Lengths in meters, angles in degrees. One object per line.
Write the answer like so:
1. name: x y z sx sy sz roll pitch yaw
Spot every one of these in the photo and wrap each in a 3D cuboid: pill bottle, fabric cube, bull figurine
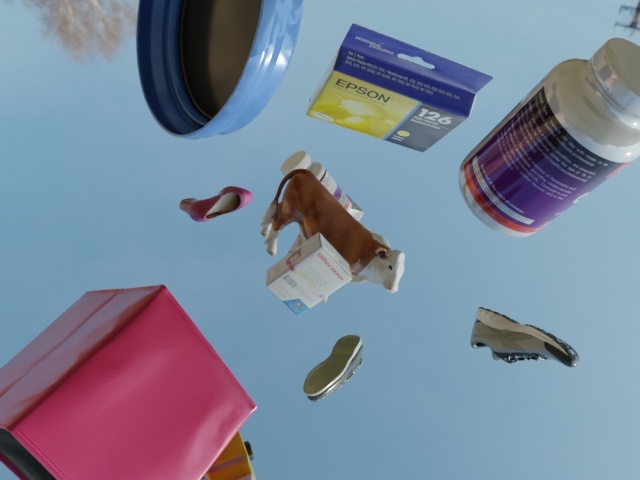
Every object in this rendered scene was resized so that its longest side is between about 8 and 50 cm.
1. pill bottle: -0.015 -0.132 1.568 0.108 0.193 0.108 -30 -151 18
2. fabric cube: -0.306 0.243 0.885 0.259 0.254 0.258 -9 -148 45
3. pill bottle: 0.373 -0.152 0.958 0.182 0.323 0.181 13 -124 -20
4. bull figurine: 0.018 0.007 1.192 0.188 0.101 0.310 -44 -100 11

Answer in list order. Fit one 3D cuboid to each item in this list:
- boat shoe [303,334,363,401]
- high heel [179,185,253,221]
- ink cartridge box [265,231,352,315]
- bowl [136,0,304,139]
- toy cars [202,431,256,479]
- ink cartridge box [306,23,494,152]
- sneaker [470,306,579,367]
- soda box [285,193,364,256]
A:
1. boat shoe: 0.038 0.311 1.443 0.081 0.068 0.228 2 -153 33
2. high heel: -0.267 -0.099 1.729 0.244 0.082 0.117 -7 -156 -45
3. ink cartridge box: -0.020 0.058 1.057 0.122 0.088 0.052 -35 -154 16
4. bowl: -0.159 -0.343 0.907 0.077 0.391 0.391 1 -146 -40
5. toy cars: -0.177 0.489 0.954 0.177 0.087 0.393 23 -117 -3
6. ink cartridge box: 0.152 -0.301 1.297 0.304 0.307 0.072 17 -103 -11
7. sneaker: 0.460 0.241 1.399 0.271 0.100 0.108 17 -99 52
8. soda box: 0.000 0.000 1.747 0.091 0.286 0.098 12 -152 -42
